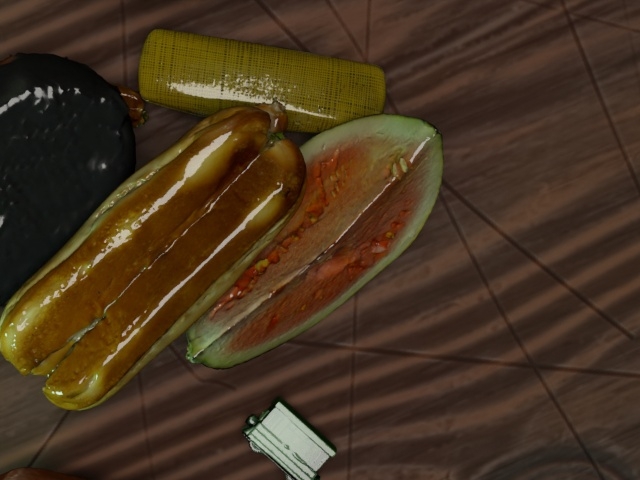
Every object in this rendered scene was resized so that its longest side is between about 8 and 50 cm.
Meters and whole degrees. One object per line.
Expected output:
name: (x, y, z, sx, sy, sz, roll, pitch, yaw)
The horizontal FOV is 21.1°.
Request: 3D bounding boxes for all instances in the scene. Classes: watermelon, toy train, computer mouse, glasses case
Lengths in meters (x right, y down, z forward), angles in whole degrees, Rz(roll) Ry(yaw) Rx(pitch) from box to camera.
watermelon: (-0.013, -0.018, 1.594, 0.303, 0.159, 0.128, -42, 72, 9)
toy train: (-0.030, 0.195, 1.648, 0.093, 0.038, 0.056, 42, 86, -6)
computer mouse: (-0.311, -0.038, 1.561, 0.323, 0.116, 0.183, -39, 121, -5)
glasses case: (-0.055, -0.144, 1.614, 0.234, 0.064, 0.079, 9, 89, -6)

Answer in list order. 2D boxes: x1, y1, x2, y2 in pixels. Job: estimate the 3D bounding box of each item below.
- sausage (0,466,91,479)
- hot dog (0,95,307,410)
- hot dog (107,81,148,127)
sausage: (-0.205, 0.301, 1.579, 0.268, 0.153, 0.141, 15, 100, -4)
hot dog: (-0.141, 0.007, 1.541, 0.135, 0.100, 0.337, 45, 90, -6)
hot dog: (-0.221, -0.128, 1.616, 0.122, 0.037, 0.049, 12, 80, -9)
